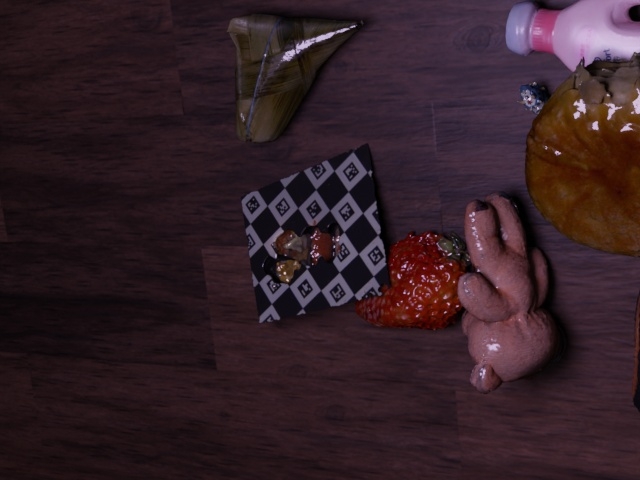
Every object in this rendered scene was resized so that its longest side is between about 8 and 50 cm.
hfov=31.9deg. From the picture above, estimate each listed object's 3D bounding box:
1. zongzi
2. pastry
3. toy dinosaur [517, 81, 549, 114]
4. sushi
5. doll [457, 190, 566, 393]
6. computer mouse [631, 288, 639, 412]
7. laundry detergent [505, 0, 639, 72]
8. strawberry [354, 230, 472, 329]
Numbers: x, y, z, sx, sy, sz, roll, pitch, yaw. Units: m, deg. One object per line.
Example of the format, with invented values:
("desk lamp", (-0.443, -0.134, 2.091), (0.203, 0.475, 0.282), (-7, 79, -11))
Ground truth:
("zongzi", (-0.036, -0.268, 1.888), (0.242, 0.112, 0.221), (8, 106, 26))
("pastry", (0.444, -0.108, 1.609), (0.329, 0.136, 0.330), (19, 134, 21))
("toy dinosaur", (0.332, -0.213, 1.722), (0.030, 0.083, 0.047), (-27, 61, 32))
("sushi", (0.000, 0.000, 1.980), (0.290, 0.050, 0.264), (-18, 74, 33))
("doll", (0.274, 0.079, 1.784), (0.156, 0.201, 0.303), (-12, 93, 55))
("computer mouse", (0.558, 0.161, 1.674), (0.183, 0.116, 0.323), (8, 108, 32))
("laundry detergent", (0.437, -0.293, 1.629), (0.335, 0.088, 0.159), (14, 110, 26))
("strawberry", (0.150, 0.090, 1.885), (0.175, 0.106, 0.236), (44, 120, 11))
